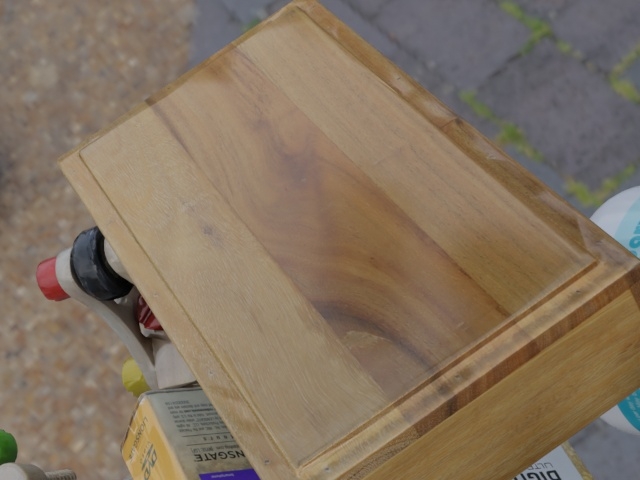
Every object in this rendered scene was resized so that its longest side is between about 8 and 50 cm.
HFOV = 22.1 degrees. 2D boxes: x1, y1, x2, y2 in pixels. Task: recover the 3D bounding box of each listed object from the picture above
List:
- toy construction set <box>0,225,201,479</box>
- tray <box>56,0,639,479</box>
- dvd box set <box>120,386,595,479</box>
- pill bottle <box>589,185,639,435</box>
[{"bbox_3d":[-0.124,0.138,1.320,0.309,0.237,0.257,-42,71,20],"label":"toy construction set"},{"bbox_3d":[0.000,0.000,0.926,0.203,0.076,0.411,-35,36,-5],"label":"tray"},{"bbox_3d":[0.092,0.249,0.975,0.420,0.308,0.062,58,136,39],"label":"dvd box set"},{"bbox_3d":[0.234,0.041,0.895,0.264,0.146,0.146,2,56,42],"label":"pill bottle"}]
